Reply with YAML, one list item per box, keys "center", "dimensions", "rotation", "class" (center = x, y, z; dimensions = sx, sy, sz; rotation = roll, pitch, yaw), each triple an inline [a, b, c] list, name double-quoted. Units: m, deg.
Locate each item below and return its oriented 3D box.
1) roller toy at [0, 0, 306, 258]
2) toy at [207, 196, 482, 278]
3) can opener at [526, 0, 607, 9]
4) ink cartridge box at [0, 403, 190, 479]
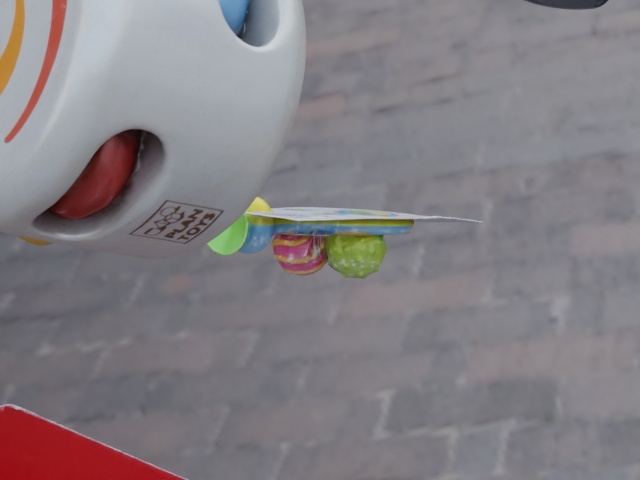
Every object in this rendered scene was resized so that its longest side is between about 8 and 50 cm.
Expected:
- center: [-0.106, -0.088, 0.932]
  dimensions: [0.146, 0.209, 0.191]
  rotation: [12, 6, -39]
  class: "roller toy"
- center: [0.000, 0.000, 1.369]
  dimensions: [0.137, 0.056, 0.237]
  rotation: [6, 0, 37]
  class: "toy"
- center: [0.232, -0.187, 1.181]
  dimensions: [0.283, 0.095, 0.076]
  rotation: [12, 63, 14]
  class: "can opener"
- center: [-0.108, 0.275, 1.005]
  dimensions: [0.272, 0.309, 0.130]
  rotation: [-59, 35, 4]
  class: "ink cartridge box"
